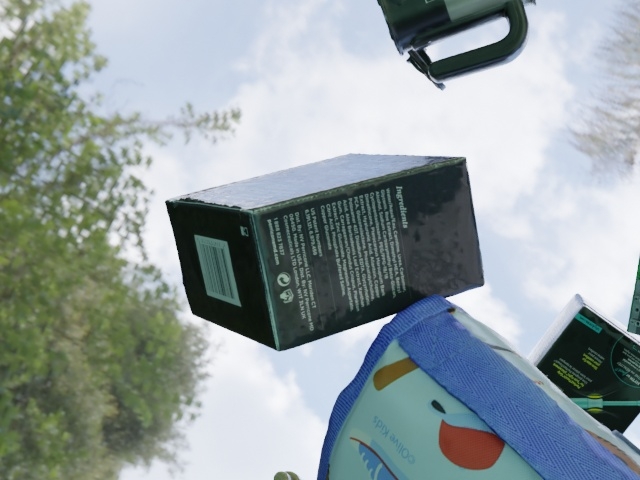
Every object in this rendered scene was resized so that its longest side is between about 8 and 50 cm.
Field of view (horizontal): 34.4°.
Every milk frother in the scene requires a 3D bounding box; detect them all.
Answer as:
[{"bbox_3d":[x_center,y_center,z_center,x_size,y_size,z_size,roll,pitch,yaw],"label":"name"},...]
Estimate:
[{"bbox_3d":[0.133,-0.216,0.982,0.134,0.143,0.129,-18,-84,11],"label":"milk frother"}]

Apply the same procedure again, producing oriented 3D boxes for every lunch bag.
[{"bbox_3d":[0.153,0.259,0.640,0.239,0.385,0.328,-23,-139,-22],"label":"lunch bag"}]

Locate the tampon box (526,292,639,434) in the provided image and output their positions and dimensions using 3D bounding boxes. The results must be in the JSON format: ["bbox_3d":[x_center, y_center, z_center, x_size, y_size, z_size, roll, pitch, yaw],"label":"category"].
[{"bbox_3d":[0.291,0.162,1.159,0.120,0.101,0.161,36,-79,5],"label":"tampon box"}]

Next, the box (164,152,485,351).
[{"bbox_3d":[0.000,0.000,0.704,0.156,0.158,0.093,11,-65,63],"label":"box"}]

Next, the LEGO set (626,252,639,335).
[{"bbox_3d":[0.460,0.008,1.014,0.192,0.331,0.255,16,-85,42],"label":"LEGO set"}]

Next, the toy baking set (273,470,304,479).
[{"bbox_3d":[0.043,0.318,1.170,0.196,0.256,0.030,23,-105,13],"label":"toy baking set"}]
